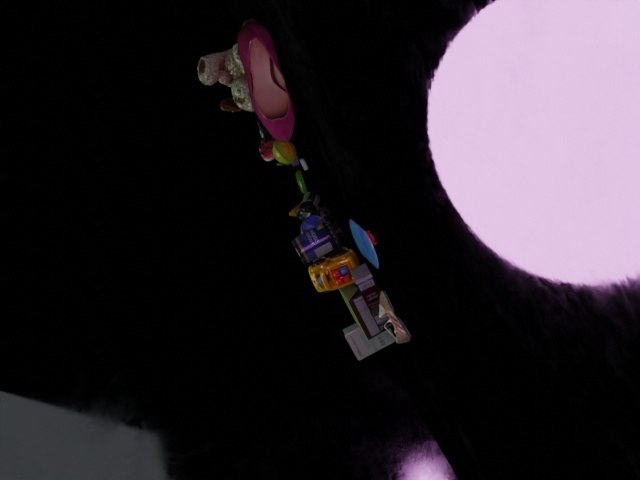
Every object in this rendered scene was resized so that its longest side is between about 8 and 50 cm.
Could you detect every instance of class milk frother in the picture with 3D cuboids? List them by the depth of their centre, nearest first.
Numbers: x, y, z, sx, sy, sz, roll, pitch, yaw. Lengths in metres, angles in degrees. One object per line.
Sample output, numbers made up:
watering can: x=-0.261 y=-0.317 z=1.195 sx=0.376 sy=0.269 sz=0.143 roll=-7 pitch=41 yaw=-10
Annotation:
milk frother: x=-0.021 y=-0.156 z=2.081 sx=0.143 sy=0.129 sz=0.134 roll=34 pitch=-137 yaw=-14

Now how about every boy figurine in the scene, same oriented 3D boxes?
boy figurine: x=0.046 y=0.077 z=2.141 sx=0.285 sy=0.178 sz=0.092 roll=86 pitch=165 yaw=-71

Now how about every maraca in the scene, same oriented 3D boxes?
maraca: x=-0.159 y=-0.412 z=2.020 sx=0.127 sy=0.099 sz=0.185 roll=52 pitch=-158 yaw=-7

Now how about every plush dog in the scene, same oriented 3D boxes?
plush dog: x=-0.276 y=-0.581 z=1.588 sx=0.210 sy=0.263 sz=0.225 roll=-49 pitch=-54 yaw=-58

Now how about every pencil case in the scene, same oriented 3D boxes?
pencil case: x=-0.046 y=-0.012 z=2.079 sx=0.306 sy=0.120 sz=0.133 roll=112 pitch=176 yaw=-70

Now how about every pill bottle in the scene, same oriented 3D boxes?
pill bottle: x=0.000 y=0.000 z=1.836 sx=0.122 sy=0.219 sz=0.123 roll=61 pitch=177 yaw=5

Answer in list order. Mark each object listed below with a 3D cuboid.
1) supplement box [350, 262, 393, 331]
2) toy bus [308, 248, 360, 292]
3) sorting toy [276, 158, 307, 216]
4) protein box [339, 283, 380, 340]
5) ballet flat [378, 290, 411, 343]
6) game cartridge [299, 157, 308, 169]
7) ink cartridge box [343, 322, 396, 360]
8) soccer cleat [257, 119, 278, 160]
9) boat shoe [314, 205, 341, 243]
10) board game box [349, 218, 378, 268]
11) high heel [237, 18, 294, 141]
supplement box: x=0.205 y=0.222 z=1.709 sx=0.239 sy=0.073 sz=0.130 roll=63 pitch=-177 yaw=-18
toy bus: x=0.060 y=0.146 z=1.828 sx=0.211 sy=0.221 sz=0.149 roll=-68 pitch=-44 yaw=-79
sorting toy: x=-0.133 y=-0.256 z=2.201 sx=0.127 sy=0.126 sz=0.365 roll=-112 pitch=4 yaw=-60
protein box: x=0.197 y=0.284 z=1.903 sx=0.201 sy=0.136 sz=0.200 roll=63 pitch=176 yaw=-15
ballet flat: x=0.251 y=0.280 z=1.583 sx=0.206 sy=0.067 sz=0.073 roll=61 pitch=-178 yaw=25
game cartridge: x=-0.075 y=-0.342 z=1.961 sx=0.083 sy=0.017 sz=0.055 roll=-134 pitch=20 yaw=-79
ink cartridge box: x=0.238 y=0.466 z=2.152 sx=0.154 sy=0.213 sz=0.093 roll=62 pitch=177 yaw=-8
soccer cleat: x=-0.241 y=-0.506 z=2.244 sx=0.143 sy=0.116 sz=0.331 roll=44 pitch=-153 yaw=-46
boat shoe: x=-0.009 y=-0.070 z=2.310 sx=0.341 sy=0.123 sz=0.123 roll=59 pitch=176 yaw=39
board game box: x=0.140 y=0.002 z=1.286 sx=0.168 sy=0.033 sz=0.133 roll=47 pitch=161 yaw=59
high heel: x=-0.152 y=-0.426 z=1.261 sx=0.181 sy=0.127 sz=0.377 roll=-105 pitch=-5 yaw=-51
